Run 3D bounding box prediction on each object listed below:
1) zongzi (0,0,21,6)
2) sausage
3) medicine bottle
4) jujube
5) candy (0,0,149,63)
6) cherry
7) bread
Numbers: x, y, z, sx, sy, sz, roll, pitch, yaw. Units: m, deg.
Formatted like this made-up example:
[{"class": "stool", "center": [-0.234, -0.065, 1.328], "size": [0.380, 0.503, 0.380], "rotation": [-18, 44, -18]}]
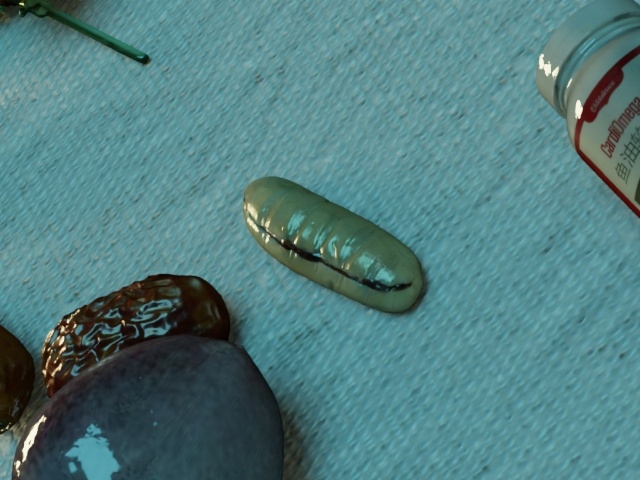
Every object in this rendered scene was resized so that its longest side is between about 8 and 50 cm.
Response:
[{"class": "zongzi", "center": [-0.359, -0.413, 1.628], "size": [0.300, 0.138, 0.286], "rotation": [22, 60, 24]}, {"class": "sausage", "center": [-0.392, 0.089, 1.512], "size": [0.330, 0.102, 0.102], "rotation": [25, 83, 37]}, {"class": "medicine bottle", "center": [0.277, -0.073, 1.157], "size": [0.131, 0.131, 0.250], "rotation": [-44, 55, 8]}, {"class": "jujube", "center": [-0.164, 0.095, 1.372], "size": [0.176, 0.109, 0.112], "rotation": [-29, 93, 8]}, {"class": "candy", "center": [-0.296, -0.241, 1.627], "size": [0.305, 0.083, 0.091], "rotation": [29, 126, 27]}, {"class": "cherry", "center": [-0.139, 0.196, 1.252], "size": [0.213, 0.183, 0.266], "rotation": [40, 90, -2]}, {"class": "bread", "center": [0.001, 0.000, 1.341], "size": [0.214, 0.053, 0.073], "rotation": [31, 91, 36]}]
